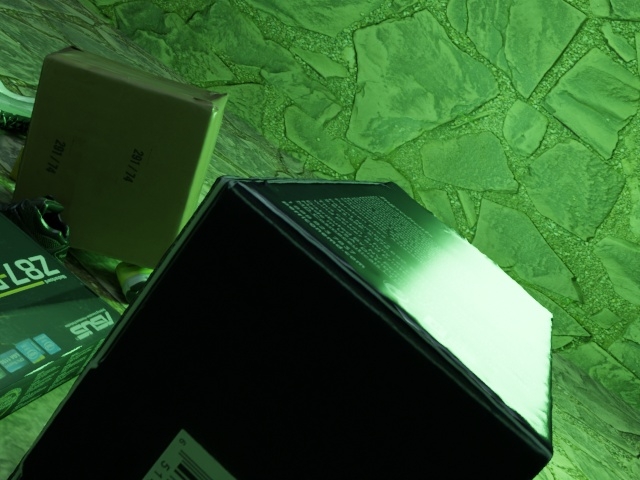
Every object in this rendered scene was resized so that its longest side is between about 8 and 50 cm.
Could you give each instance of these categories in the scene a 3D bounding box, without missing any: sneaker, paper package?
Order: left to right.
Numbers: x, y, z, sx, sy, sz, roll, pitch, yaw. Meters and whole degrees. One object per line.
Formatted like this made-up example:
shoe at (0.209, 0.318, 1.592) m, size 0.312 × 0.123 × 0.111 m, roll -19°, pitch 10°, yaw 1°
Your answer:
sneaker at (-0.501, -0.043, 1.106) m, size 0.228 × 0.130 × 0.087 m, roll 33°, pitch 13°, yaw -4°
sneaker at (-0.685, -0.277, 1.523) m, size 0.272 × 0.100 × 0.108 m, roll 29°, pitch 40°, yaw -36°
paper package at (-0.361, -0.148, 1.241) m, size 0.310 × 0.324 × 0.168 m, roll 17°, pitch 18°, yaw -7°
sneaker at (-0.297, 0.069, 1.308) m, size 0.094 × 0.081 × 0.209 m, roll 42°, pitch 16°, yaw 31°

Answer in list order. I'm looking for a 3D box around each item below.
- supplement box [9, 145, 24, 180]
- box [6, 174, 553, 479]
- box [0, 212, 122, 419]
supplement box at (-0.567, -0.172, 1.460) m, size 0.078 × 0.080 × 0.233 m, roll 32°, pitch 13°, yaw -11°
box at (-0.026, 0.201, 0.717) m, size 0.297 × 0.479 × 0.472 m, roll 40°, pitch 16°, yaw 10°
box at (-0.468, 0.082, 0.851) m, size 0.318 × 0.097 × 0.395 m, roll 40°, pitch 15°, yaw 6°
